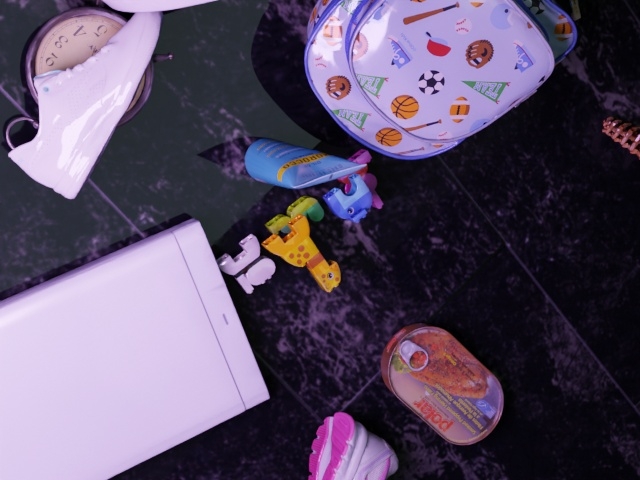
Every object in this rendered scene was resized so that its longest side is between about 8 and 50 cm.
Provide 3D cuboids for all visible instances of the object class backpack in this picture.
[{"bbox_3d":[0.117,-0.219,1.094,0.276,0.213,0.263,43,119,-16],"label":"backpack"}]

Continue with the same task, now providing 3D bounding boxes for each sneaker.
[{"bbox_3d":[-0.236,-0.153,0.998,0.094,0.080,0.212,30,90,-10],"label":"sneaker"},{"bbox_3d":[0.024,0.345,1.226,0.111,0.103,0.252,23,94,-25],"label":"sneaker"}]

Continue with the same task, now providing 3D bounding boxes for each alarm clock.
[{"bbox_3d":[-0.259,-0.166,1.054,0.192,0.064,0.129,-48,111,-10],"label":"alarm clock"}]

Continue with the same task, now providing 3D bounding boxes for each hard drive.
[{"bbox_3d":[-0.257,0.151,1.118,0.353,0.047,0.233,-24,106,-15],"label":"hard drive"}]

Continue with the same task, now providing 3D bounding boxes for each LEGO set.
[{"bbox_3d":[0.000,0.000,1.167,0.227,0.087,0.093,-37,109,-10],"label":"LEGO set"}]

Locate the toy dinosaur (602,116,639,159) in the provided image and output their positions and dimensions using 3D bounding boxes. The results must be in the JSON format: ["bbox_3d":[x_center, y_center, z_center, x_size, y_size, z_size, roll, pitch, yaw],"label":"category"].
[{"bbox_3d":[0.546,-0.136,1.322,0.321,0.164,0.219,-4,116,-27],"label":"toy dinosaur"}]

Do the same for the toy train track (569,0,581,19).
[{"bbox_3d":[0.316,-0.322,1.272,0.048,0.014,0.083,-29,114,-21],"label":"toy train track"}]

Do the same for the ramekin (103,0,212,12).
[{"bbox_3d":[-0.123,-0.318,0.981,0.272,0.273,0.127,-20,118,-16],"label":"ramekin"}]

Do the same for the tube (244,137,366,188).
[{"bbox_3d":[-0.027,-0.078,1.078,0.080,0.207,0.052,-24,107,-17],"label":"tube"}]

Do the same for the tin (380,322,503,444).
[{"bbox_3d":[0.156,0.185,1.285,0.189,0.040,0.106,44,79,-21],"label":"tin"}]
